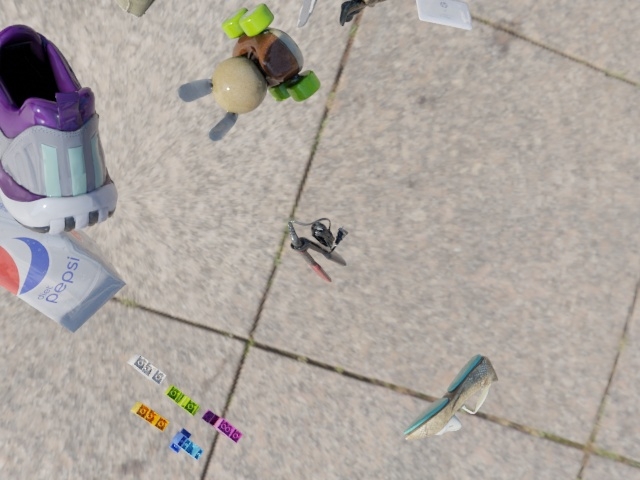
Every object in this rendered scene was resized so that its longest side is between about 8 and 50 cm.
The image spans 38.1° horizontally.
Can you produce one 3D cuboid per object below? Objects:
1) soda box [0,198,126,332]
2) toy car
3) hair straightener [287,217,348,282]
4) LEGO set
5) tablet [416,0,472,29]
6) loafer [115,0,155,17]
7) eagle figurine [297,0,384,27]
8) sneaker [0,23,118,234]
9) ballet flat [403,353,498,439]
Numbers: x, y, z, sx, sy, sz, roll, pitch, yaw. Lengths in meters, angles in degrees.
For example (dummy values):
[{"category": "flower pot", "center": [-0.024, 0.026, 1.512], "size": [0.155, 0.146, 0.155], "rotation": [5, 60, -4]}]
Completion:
[{"category": "soda box", "center": [-0.344, -0.011, 1.025], "size": [0.091, 0.098, 0.286], "rotation": [-43, 142, -3]}, {"category": "toy car", "center": [-0.125, -0.245, 1.432], "size": [0.188, 0.149, 0.155], "rotation": [-44, 114, -14]}, {"category": "hair straightener", "center": [0.000, 0.000, 1.544], "size": [0.089, 0.230, 0.047], "rotation": [-46, 62, -2]}, {"category": "LEGO set", "center": [-0.247, 0.275, 1.495], "size": [0.227, 0.093, 0.087], "rotation": [44, 72, -24]}, {"category": "tablet", "center": [0.176, -0.328, 1.323], "size": [0.083, 0.006, 0.054], "rotation": [7, 57, -18]}, {"category": "loafer", "center": [-0.297, -0.368, 1.182], "size": [0.251, 0.094, 0.087], "rotation": [40, 123, 23]}, {"category": "eagle figurine", "center": [0.023, -0.530, 1.573], "size": [0.298, 0.226, 0.225], "rotation": [59, 39, -13]}, {"category": "sneaker", "center": [-0.185, -0.103, 0.561], "size": [0.083, 0.223, 0.098], "rotation": [-21, 137, -33]}, {"category": "ballet flat", "center": [0.235, 0.287, 1.608], "size": [0.206, 0.073, 0.067], "rotation": [-43, 92, -12]}]
